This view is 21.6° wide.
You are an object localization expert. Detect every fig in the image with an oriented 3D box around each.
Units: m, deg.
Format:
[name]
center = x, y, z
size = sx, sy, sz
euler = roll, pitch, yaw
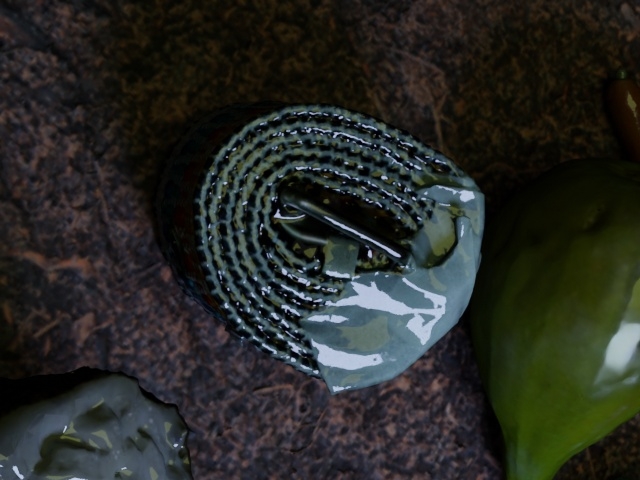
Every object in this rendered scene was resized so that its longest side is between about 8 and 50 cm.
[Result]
[fig]
center = 0.234, 0.081, 1.393
size = 0.233, 0.233, 0.314
euler = 15, 79, -24

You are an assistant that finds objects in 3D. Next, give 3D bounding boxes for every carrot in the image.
[carrot]
center = 0.286, -0.089, 1.522
size = 0.035, 0.035, 0.142
euler = -22, 104, -23

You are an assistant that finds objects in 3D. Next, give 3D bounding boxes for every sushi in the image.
[sushi]
center = -0.176, 0.258, 1.207
size = 0.234, 0.207, 0.349
euler = -5, 85, -37

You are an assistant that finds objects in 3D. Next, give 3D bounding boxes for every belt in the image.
[belt]
center = 0.000, 0.000, 1.326
size = 0.257, 0.150, 0.207
euler = 29, 88, -22

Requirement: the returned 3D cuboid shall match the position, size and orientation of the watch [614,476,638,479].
[watch]
center = 0.274, 0.293, 1.458
size = 0.165, 0.152, 0.131
euler = -22, 103, -25
